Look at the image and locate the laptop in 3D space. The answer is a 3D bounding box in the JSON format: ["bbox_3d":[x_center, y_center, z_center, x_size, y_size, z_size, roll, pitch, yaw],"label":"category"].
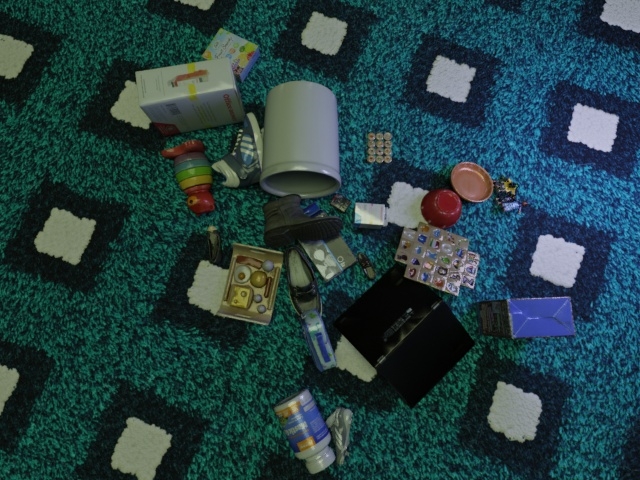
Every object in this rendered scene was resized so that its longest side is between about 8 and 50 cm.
[{"bbox_3d":[0.345,0.384,1.705,0.382,0.236,0.408,-42,54,-9],"label":"laptop"}]

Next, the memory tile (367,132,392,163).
[{"bbox_3d":[0.268,-0.420,1.867,0.113,0.012,0.147,2,78,-1],"label":"memory tile"}]

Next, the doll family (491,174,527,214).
[{"bbox_3d":[0.827,-0.201,1.802,0.112,0.076,0.192,-10,84,-7],"label":"doll family"}]

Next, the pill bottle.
[{"bbox_3d":[-0.054,0.722,1.564,0.152,0.152,0.271,-27,79,-6],"label":"pill bottle"}]

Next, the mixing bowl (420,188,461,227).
[{"bbox_3d":[0.532,-0.150,1.773,0.182,0.098,0.181,0,80,0],"label":"mixing bowl"}]

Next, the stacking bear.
[{"bbox_3d":[-0.533,-0.254,1.754,0.176,0.164,0.288,-15,90,17],"label":"stacking bear"}]

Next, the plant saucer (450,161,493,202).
[{"bbox_3d":[0.656,-0.250,1.804,0.200,0.037,0.199,5,68,-12],"label":"plant saucer"}]

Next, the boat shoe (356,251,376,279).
[{"bbox_3d":[0.197,0.106,1.747,0.049,0.042,0.133,-26,79,-3],"label":"boat shoe"}]

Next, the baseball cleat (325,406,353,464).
[{"bbox_3d":[0.067,0.757,1.610,0.110,0.072,0.205,8,76,17],"label":"baseball cleat"}]

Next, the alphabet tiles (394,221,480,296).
[{"bbox_3d":[0.491,0.071,1.728,0.343,0.011,0.285,21,61,3],"label":"alphabet tiles"}]

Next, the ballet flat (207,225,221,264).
[{"bbox_3d":[-0.450,0.017,1.752,0.058,0.049,0.173,-11,79,-4],"label":"ballet flat"}]

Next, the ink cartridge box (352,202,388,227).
[{"bbox_3d":[0.213,-0.102,1.763,0.143,0.090,0.092,5,79,-1],"label":"ink cartridge box"}]

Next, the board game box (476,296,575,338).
[{"bbox_3d":[0.773,0.295,1.587,0.232,0.291,0.141,-2,80,0],"label":"board game box"}]

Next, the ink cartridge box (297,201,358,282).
[{"bbox_3d":[0.000,0.000,1.755,0.165,0.065,0.332,-34,80,-6],"label":"ink cartridge box"}]

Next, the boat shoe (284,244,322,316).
[{"bbox_3d":[-0.074,0.175,1.692,0.127,0.113,0.339,-11,79,-4],"label":"boat shoe"}]

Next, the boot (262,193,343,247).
[{"bbox_3d":[-0.083,-0.108,1.700,0.339,0.118,0.222,-9,53,5],"label":"boot"}]

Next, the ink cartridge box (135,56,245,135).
[{"bbox_3d":[-0.538,-0.606,1.762,0.385,0.279,0.160,-11,78,-3],"label":"ink cartridge box"}]

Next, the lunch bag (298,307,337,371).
[{"bbox_3d":[-0.010,0.383,1.596,0.090,0.176,0.218,-21,105,-6],"label":"lunch bag"}]

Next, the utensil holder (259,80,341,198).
[{"bbox_3d":[-0.081,-0.405,1.703,0.328,0.327,0.385,0,78,-1],"label":"utensil holder"}]

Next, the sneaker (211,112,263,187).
[{"bbox_3d":[-0.367,-0.387,1.792,0.237,0.130,0.322,-13,85,-7],"label":"sneaker"}]

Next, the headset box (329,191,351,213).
[{"bbox_3d":[0.085,-0.165,1.804,0.083,0.032,0.062,33,80,7],"label":"headset box"}]

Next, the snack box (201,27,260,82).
[{"bbox_3d":[-0.415,-0.862,1.919,0.207,0.070,0.174,27,80,6],"label":"snack box"}]

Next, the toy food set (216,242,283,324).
[{"bbox_3d":[-0.289,0.177,1.700,0.220,0.092,0.305,11,78,1],"label":"toy food set"}]
